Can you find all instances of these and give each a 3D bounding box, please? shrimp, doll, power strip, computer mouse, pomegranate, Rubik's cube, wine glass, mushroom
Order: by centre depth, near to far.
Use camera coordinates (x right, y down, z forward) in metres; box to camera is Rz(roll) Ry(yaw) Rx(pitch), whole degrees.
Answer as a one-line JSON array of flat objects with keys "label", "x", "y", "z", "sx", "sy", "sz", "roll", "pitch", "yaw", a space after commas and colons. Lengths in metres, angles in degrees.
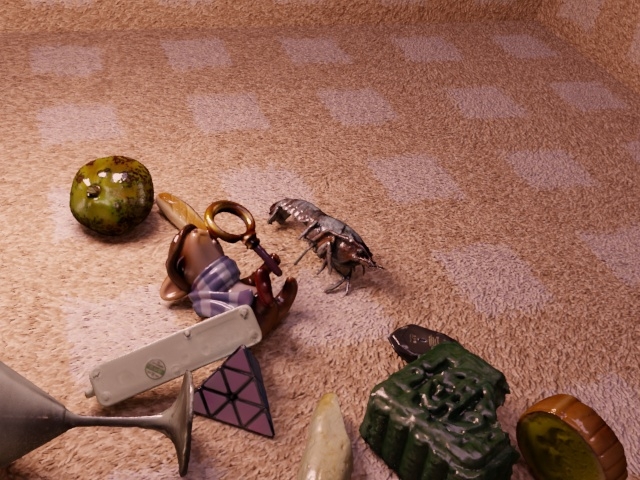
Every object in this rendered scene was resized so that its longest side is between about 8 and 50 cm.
[{"label": "wine glass", "x": -0.447, "y": 0.338, "z": 1.396, "sx": 0.405, "sy": 0.267, "sz": 0.267, "roll": 6, "pitch": 37, "yaw": -12}, {"label": "mushroom", "x": 0.012, "y": 0.437, "z": 1.479, "sx": 0.107, "sy": 0.087, "sz": 0.333, "roll": 12, "pitch": 35, "yaw": 6}, {"label": "Rubik's cube", "x": -0.147, "y": 0.297, "z": 1.558, "sx": 0.190, "sy": 0.178, "sz": 0.211, "roll": 36, "pitch": 46, "yaw": 27}, {"label": "power strip", "x": -0.313, "y": 0.249, "z": 1.590, "sx": 0.385, "sy": 0.062, "sz": 0.091, "roll": -22, "pitch": 82, "yaw": -13}, {"label": "computer mouse", "x": 0.250, "y": 0.261, "z": 1.773, "sx": 0.192, "sy": 0.062, "sz": 0.106, "roll": 14, "pitch": 36, "yaw": -2}, {"label": "doll", "x": -0.221, "y": 0.093, "z": 1.776, "sx": 0.339, "sy": 0.209, "sz": 0.318, "roll": 36, "pitch": 60, "yaw": 22}, {"label": "shrimp", "x": 0.004, "y": -0.002, "z": 1.998, "sx": 0.221, "sy": 0.166, "sz": 0.410, "roll": 8, "pitch": 32, "yaw": -49}, {"label": "pomegranate", "x": -0.549, "y": -0.140, "z": 2.025, "sx": 0.221, "sy": 0.204, "sz": 0.277, "roll": -1, "pitch": 32, "yaw": 13}]

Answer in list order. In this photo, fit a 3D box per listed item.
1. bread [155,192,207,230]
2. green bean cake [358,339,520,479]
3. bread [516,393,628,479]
[{"label": "bread", "x": -0.381, "y": -0.063, "z": 2.080, "sx": 0.073, "sy": 0.053, "sz": 0.214, "roll": -28, "pitch": 53, "yaw": -35}, {"label": "green bean cake", "x": 0.280, "y": 0.374, "z": 1.544, "sx": 0.307, "sy": 0.169, "sz": 0.300, "roll": -25, "pitch": 48, "yaw": -38}, {"label": "bread", "x": 0.492, "y": 0.418, "z": 1.480, "sx": 0.070, "sy": 0.236, "sz": 0.236, "roll": -27, "pitch": 49, "yaw": -29}]
